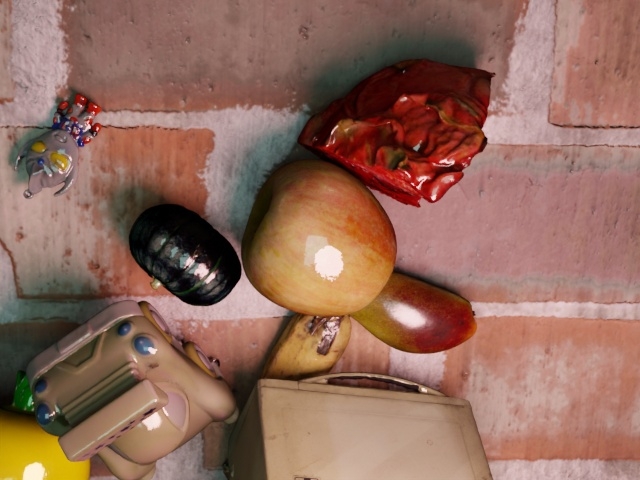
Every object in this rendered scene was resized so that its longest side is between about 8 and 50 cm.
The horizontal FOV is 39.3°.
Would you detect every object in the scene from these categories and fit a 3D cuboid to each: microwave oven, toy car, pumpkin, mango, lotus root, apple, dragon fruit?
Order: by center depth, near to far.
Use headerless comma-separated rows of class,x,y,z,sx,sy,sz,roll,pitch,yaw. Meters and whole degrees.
dragon fruit,0.130,-0.201,1.408,0.228,0.329,0.286,34,98,-7
toy car,-0.285,0.274,1.450,0.242,0.226,0.336,-35,141,-1
apple,0.000,0.000,1.467,0.234,0.257,0.256,19,100,-13
pumpkin,-0.227,0.027,1.476,0.202,0.202,0.140,40,78,-14
microwave oven,0.060,0.423,1.503,0.395,0.333,0.247,9,131,-17
mango,0.150,0.129,1.591,0.268,0.111,0.133,19,111,-5
lotus root,-0.031,0.205,1.595,0.110,0.097,0.258,38,108,12

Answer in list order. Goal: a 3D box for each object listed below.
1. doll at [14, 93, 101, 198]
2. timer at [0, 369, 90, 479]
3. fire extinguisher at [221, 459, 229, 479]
doll,-0.433,-0.150,1.480,0.104,0.062,0.194,34,90,-14
timer,-0.507,0.340,1.496,0.285,0.285,0.285,-2,103,-7
fire extinguisher,-0.160,0.444,1.670,0.028,0.022,0.083,-16,107,35
